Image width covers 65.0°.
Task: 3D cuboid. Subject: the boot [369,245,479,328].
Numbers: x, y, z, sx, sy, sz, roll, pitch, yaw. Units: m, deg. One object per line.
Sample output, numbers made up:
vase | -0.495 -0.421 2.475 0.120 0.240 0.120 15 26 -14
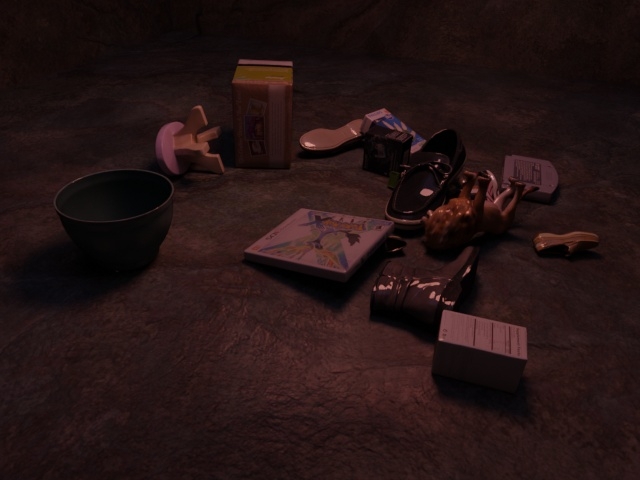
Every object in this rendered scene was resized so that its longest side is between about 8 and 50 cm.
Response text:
boot | 0.275 0.088 1.308 0.223 0.118 0.338 15 31 26

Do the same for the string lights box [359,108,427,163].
string lights box | 0.299 -0.418 2.032 0.260 0.077 0.133 44 48 19

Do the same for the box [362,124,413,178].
box | 0.251 -0.332 1.893 0.158 0.156 0.093 22 39 26

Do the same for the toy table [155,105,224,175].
toy table | -0.461 -0.342 1.806 0.161 0.252 0.274 -10 41 11

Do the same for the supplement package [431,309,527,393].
supplement package | 0.341 0.238 1.087 0.179 0.105 0.105 12 34 12

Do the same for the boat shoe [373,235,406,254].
boat shoe | 0.177 0.012 1.449 0.152 0.056 0.049 -11 2 -20

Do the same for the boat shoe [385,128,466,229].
boat shoe | 0.354 -0.215 1.684 0.187 0.156 0.500 15 46 30

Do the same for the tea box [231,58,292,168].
tea box | -0.218 -0.493 1.942 0.220 0.329 0.323 1 35 -3

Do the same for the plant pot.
plant pot | -0.538 -0.043 1.358 0.293 0.196 0.293 2 33 -1

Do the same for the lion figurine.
lion figurine | 0.493 -0.077 1.521 0.392 0.240 0.142 3 20 -27

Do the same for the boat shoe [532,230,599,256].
boat shoe | 0.735 0.019 1.496 0.190 0.068 0.072 -3 45 8

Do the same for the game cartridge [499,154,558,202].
game cartridge | 0.781 -0.234 1.881 0.198 0.062 0.297 17 36 13

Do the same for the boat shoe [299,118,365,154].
boat shoe | 0.057 -0.407 2.070 0.335 0.095 0.112 -21 69 -26

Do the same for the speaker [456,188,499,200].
speaker | 0.544 -0.152 1.736 0.136 0.055 0.055 -4 34 -11

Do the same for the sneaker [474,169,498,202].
sneaker | 0.548 -0.152 1.672 0.077 0.072 0.178 -9 67 -1

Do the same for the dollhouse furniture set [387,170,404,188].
dollhouse furniture set | 0.316 -0.217 1.845 0.152 0.058 0.076 -1 21 -42

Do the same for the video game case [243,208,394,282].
video game case | 0.000 0.000 1.428 0.329 0.036 0.300 11 33 30

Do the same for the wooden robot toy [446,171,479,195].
wooden robot toy | 0.537 -0.190 1.784 0.173 0.076 0.079 -12 47 -21
